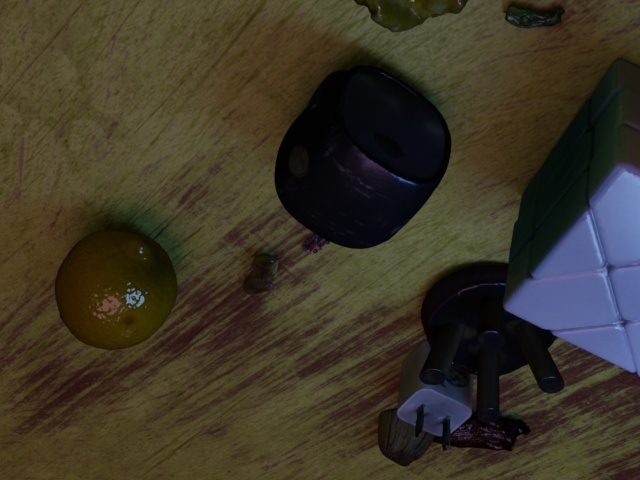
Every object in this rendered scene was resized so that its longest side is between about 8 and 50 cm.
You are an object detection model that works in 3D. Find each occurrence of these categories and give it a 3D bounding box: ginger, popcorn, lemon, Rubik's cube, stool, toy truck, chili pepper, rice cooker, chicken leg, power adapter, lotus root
[{"bbox_3d":[-0.115,0.066,1.779,0.057,0.044,0.137,-3,144,-25],"label":"ginger"},{"bbox_3d":[0.127,-0.386,1.255,0.197,0.156,0.198,-3,157,-1],"label":"popcorn"},{"bbox_3d":[-0.391,0.090,1.729,0.228,0.228,0.253,33,140,-16],"label":"lemon"},{"bbox_3d":[0.499,-0.022,1.365,0.318,0.316,0.322,26,132,-3],"label":"Rubik's cube"},{"bbox_3d":[0.322,0.195,1.702,0.272,0.179,0.272,5,132,6],"label":"stool"},{"bbox_3d":[0.000,0.000,1.704,0.083,0.024,0.032,-39,92,34],"label":"toy truck"},{"bbox_3d":[0.317,-0.332,1.341,0.091,0.030,0.034,6,107,4],"label":"chili pepper"},{"bbox_3d":[0.063,-0.128,1.434,0.267,0.267,0.224,29,137,-13],"label":"rice cooker"},{"bbox_3d":[0.344,0.423,1.978,0.233,0.063,0.105,-1,126,16],"label":"chicken leg"},{"bbox_3d":[0.231,0.327,1.821,0.130,0.205,0.125,26,131,-13],"label":"power adapter"},{"bbox_3d":[0.197,0.436,1.992,0.159,0.135,0.095,-7,131,35],"label":"lotus root"}]
